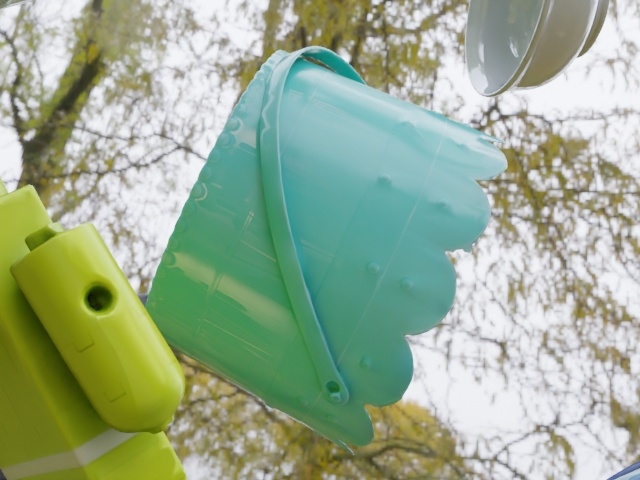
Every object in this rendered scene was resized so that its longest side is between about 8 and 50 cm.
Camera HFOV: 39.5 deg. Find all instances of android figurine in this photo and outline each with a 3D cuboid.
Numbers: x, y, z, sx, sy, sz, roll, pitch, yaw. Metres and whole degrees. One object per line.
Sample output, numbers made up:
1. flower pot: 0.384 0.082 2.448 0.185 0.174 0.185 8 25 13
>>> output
1. android figurine: -0.146 0.076 0.473 0.273 0.056 0.248 60 -34 1

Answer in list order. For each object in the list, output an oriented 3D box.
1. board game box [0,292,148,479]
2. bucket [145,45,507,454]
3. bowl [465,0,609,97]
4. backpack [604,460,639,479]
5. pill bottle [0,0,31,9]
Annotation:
1. board game box: -0.259 0.153 0.893 0.165 0.243 0.042 -5 -53 -2
2. bucket: 0.000 0.000 0.681 0.183 0.281 0.281 26 -29 -1
3. bowl: 0.326 -0.345 1.295 0.134 0.298 0.298 8 -27 -12
4. backpack: 0.131 0.250 0.358 0.355 0.274 0.290 -11 -2 -20
5. pill bottle: -0.272 -0.153 0.409 0.283 0.160 0.160 -23 -12 -31
